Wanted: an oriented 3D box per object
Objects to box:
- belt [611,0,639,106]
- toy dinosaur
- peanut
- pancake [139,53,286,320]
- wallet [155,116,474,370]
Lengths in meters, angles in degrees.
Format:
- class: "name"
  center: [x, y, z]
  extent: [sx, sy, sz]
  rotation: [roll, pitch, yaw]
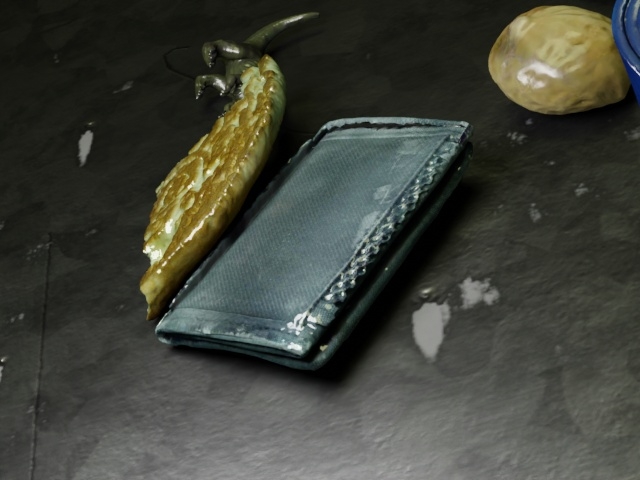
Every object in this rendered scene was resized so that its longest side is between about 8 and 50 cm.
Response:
- class: "belt"
  center: [0.429, -0.149, 1.390]
  extent: [0.347, 0.117, 0.212]
  rotation: [27, 73, 37]
- class: "toy dinosaur"
  center: [-0.064, -0.207, 2.004]
  extent: [0.178, 0.087, 0.187]
  rotation: [-5, 49, -24]
- class: "peanut"
  center: [0.272, -0.199, 1.736]
  extent: [0.159, 0.109, 0.140]
  rotation: [28, 71, 33]
- class: "pancake"
  center: [-0.126, -0.066, 1.800]
  extent: [0.197, 0.054, 0.377]
  rotation: [-11, 43, 52]
- class: "wallet"
  center: [0.000, 0.000, 1.675]
  extent: [0.237, 0.075, 0.342]
  rotation: [6, 48, 43]
